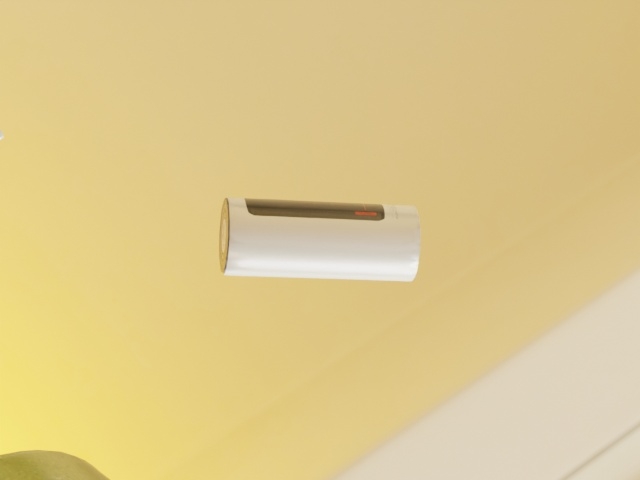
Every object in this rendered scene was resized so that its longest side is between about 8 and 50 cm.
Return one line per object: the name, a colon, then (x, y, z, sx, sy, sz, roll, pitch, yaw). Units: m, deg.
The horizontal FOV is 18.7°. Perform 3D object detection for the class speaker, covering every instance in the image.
speaker: (0.000, 0.000, 1.349, 0.055, 0.136, 0.055, -177, -90, -81)

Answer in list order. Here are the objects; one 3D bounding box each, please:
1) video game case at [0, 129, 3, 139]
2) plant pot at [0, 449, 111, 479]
video game case: (-0.260, -0.115, 1.331, 0.122, 0.011, 0.087, 63, -28, -3)
plant pot: (-0.073, 0.285, 0.849, 0.353, 0.366, 0.366, 36, -26, 27)
